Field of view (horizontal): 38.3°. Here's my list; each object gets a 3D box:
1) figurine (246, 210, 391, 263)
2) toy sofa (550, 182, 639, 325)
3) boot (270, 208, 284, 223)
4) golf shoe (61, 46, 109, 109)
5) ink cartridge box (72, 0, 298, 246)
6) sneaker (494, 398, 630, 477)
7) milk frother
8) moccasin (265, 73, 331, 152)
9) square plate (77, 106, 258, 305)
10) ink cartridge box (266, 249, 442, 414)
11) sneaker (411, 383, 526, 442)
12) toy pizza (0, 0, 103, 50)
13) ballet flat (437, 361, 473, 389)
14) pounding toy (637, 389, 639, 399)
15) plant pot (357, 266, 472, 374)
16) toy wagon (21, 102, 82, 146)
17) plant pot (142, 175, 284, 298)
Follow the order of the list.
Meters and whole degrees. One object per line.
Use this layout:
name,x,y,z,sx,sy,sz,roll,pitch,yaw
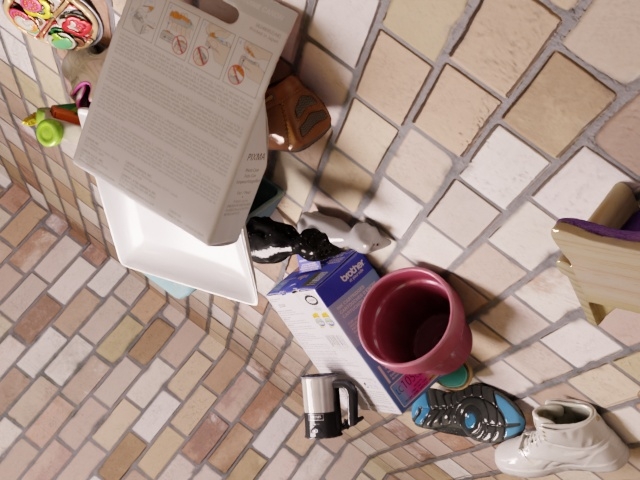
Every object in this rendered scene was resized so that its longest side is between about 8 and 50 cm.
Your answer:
figurine,0.000,0.000,1.754,0.209,0.215,0.092,9,102,50
toy sofa,0.448,0.022,1.012,0.362,0.150,0.177,13,144,51
boot,-0.178,-0.072,2.051,0.258,0.095,0.123,47,167,1
golf shoe,-0.481,-0.331,1.911,0.306,0.140,0.115,15,152,52
ink cartridge box,-0.205,-0.227,1.453,0.308,0.385,0.091,31,-162,23
sneaker,0.452,0.389,1.861,0.292,0.108,0.169,-18,122,40
milk frother,0.027,0.357,2.021,0.129,0.135,0.143,-4,177,6
moccasin,-0.140,-0.220,1.552,0.380,0.139,0.147,12,137,58
square plate,-0.264,-0.068,1.660,0.347,0.049,0.344,14,128,31
ink cartridge box,0.052,0.175,1.998,0.395,0.151,0.270,54,156,-11
sneaker,0.363,0.398,2.129,0.139,0.125,0.341,17,170,-30
toy pizza,-0.527,-0.430,1.802,0.201,0.032,0.201,8,155,4
ballet flat,0.284,0.290,2.069,0.073,0.080,0.232,16,175,-29
pounding toy,0.592,0.257,1.391,0.206,0.094,0.181,36,168,36
plant pot,0.199,0.174,1.773,0.201,0.201,0.180,22,170,39
toy wagon,-0.475,-0.238,1.938,0.344,0.068,0.267,17,-163,19
plant pot,-0.271,-0.032,1.891,0.247,0.248,0.252,36,126,10
